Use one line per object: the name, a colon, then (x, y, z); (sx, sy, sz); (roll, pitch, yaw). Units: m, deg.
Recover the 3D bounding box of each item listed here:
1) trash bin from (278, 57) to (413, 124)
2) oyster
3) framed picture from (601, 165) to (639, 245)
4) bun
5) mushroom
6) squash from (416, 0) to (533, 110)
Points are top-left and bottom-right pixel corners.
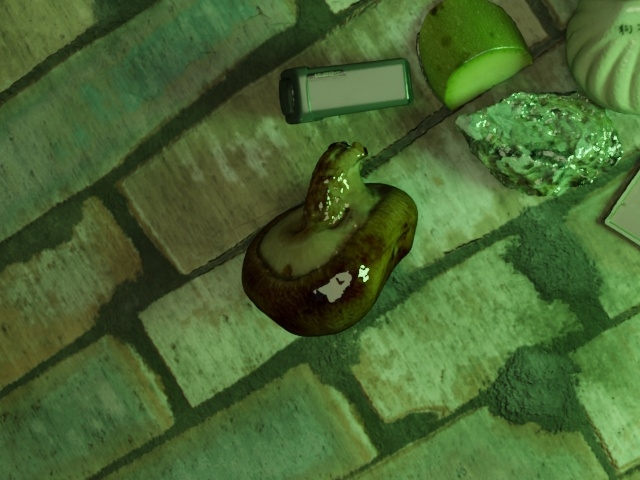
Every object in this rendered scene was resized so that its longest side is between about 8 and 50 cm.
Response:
trash bin: (0.044, -0.269, 1.813); (0.236, 0.177, 0.101); (-6, 96, 9)
oyster: (0.387, -0.171, 1.785); (0.268, 0.112, 0.198); (-16, 92, 6)
framed picture: (0.671, -0.095, 1.791); (0.213, 0.016, 0.289); (33, 102, 6)
bun: (0.533, -0.350, 1.672); (0.263, 0.175, 0.263); (-4, 77, 19)
mushroom: (0.000, 0.000, 1.802); (0.346, 0.345, 0.259); (-22, 117, 13)
squash: (0.259, -0.349, 1.804); (0.192, 0.085, 0.184); (-31, 91, 12)
